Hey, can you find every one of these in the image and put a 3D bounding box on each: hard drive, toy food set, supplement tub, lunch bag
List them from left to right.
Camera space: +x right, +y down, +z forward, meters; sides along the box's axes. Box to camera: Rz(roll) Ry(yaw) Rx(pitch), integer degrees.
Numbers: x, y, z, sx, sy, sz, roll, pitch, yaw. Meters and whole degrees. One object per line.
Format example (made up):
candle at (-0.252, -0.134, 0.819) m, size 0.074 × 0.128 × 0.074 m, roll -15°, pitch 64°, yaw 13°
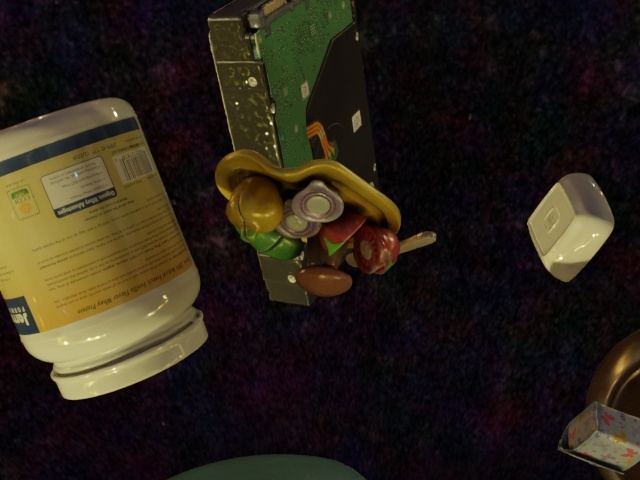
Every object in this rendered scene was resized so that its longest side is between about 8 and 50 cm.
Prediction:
supplement tub at (-0.282, 0.008, 1.004) m, size 0.228 × 0.228 × 0.316 m, roll -22°, pitch 99°, yaw -12°
hard drive at (-0.016, -0.128, 0.952) m, size 0.064 × 0.339 × 0.237 m, roll 6°, pitch 35°, yaw 25°
toy food set at (0.000, 0.000, 0.715) m, size 0.128 × 0.218 × 0.071 m, roll -15°, pitch 57°, yaw 41°
lunch bag at (0.318, 0.228, 0.930) m, size 0.071 × 0.083 × 0.053 m, roll 22°, pitch 50°, yaw -5°

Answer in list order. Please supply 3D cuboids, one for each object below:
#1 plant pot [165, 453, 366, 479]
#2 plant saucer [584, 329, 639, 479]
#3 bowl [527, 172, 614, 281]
plant pot at (-0.095, 0.308, 0.679) m, size 0.195 × 0.290 × 0.290 m, roll 24°, pitch 49°, yaw -34°
plant saucer at (0.512, 0.261, 1.119) m, size 0.310 × 0.050 × 0.310 m, roll 2°, pitch 95°, yaw 31°
bowl at (0.375, -0.027, 1.274) m, size 0.053 × 0.142 × 0.142 m, roll 16°, pitch 38°, yaw -19°
